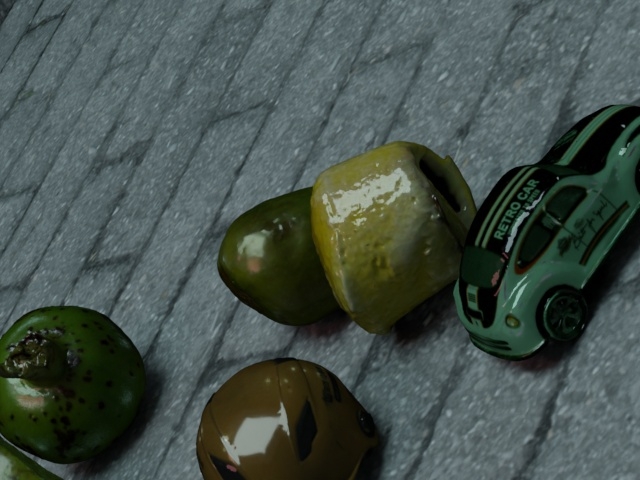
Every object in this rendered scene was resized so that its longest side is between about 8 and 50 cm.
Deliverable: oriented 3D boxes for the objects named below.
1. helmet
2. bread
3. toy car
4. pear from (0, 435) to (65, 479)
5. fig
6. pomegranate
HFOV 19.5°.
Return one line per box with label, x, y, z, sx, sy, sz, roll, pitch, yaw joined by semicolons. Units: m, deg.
helmet;-0.051;0.204;1.967;0.198;0.130;0.224;-32;21;10
bread;0.078;-0.006;2.042;0.170;0.197;0.197;-26;33;19
toy car;0.238;-0.025;1.878;0.306;0.125;0.136;-55;26;-8
pear;-0.366;0.334;2.198;0.164;0.255;0.238;-52;31;-8
fig;-0.005;0.016;2.194;0.233;0.167;0.167;-11;29;-5
pomegranate;-0.335;0.173;2.381;0.211;0.263;0.211;-5;64;11
